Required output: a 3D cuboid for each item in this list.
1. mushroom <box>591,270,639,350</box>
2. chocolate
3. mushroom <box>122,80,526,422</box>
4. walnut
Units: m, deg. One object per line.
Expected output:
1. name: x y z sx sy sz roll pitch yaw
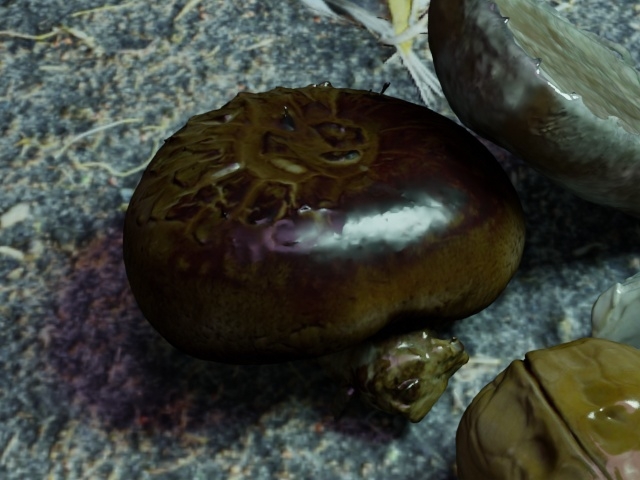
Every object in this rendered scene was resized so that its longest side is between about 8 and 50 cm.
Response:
1. mushroom: 0.364 0.036 1.214 0.351 0.109 0.097 -8 80 18
2. chocolate: 0.193 -0.088 1.294 0.303 0.100 0.185 17 28 -46
3. mushroom: 0.005 -0.006 1.255 0.297 0.163 0.278 -19 53 -26
4. walnut: 0.179 0.154 1.121 0.167 0.167 0.207 -21 50 -17
